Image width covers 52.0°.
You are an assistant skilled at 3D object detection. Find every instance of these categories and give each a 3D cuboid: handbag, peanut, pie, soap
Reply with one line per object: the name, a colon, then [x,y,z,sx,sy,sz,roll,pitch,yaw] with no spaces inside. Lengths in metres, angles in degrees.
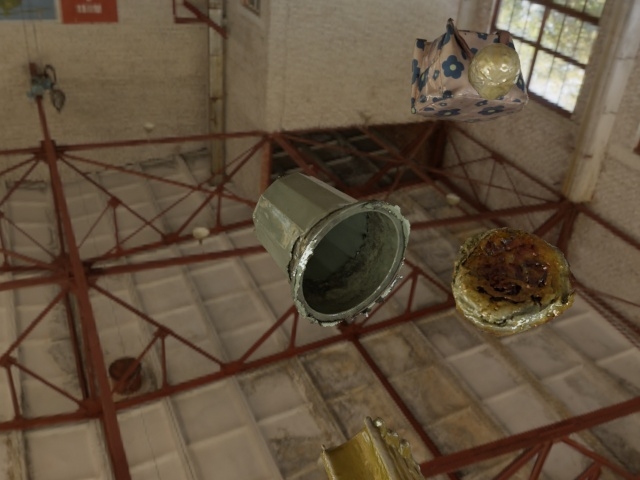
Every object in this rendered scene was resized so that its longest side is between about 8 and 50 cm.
handbag: [0.335,-0.384,1.513,0.252,0.193,0.190,-1,177,-31]
peanut: [0.325,-0.318,1.234,0.090,0.098,0.214,-16,-170,14]
pie: [0.432,0.094,1.519,0.309,0.085,0.308,-8,-131,10]
soap: [0.162,0.540,1.247,0.156,0.293,0.335,-31,-127,2]

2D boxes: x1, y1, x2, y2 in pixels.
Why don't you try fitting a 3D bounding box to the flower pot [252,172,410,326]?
flower pot: [0.000,0.000,1.353,0.291,0.290,0.259,-17,-143,-32]
